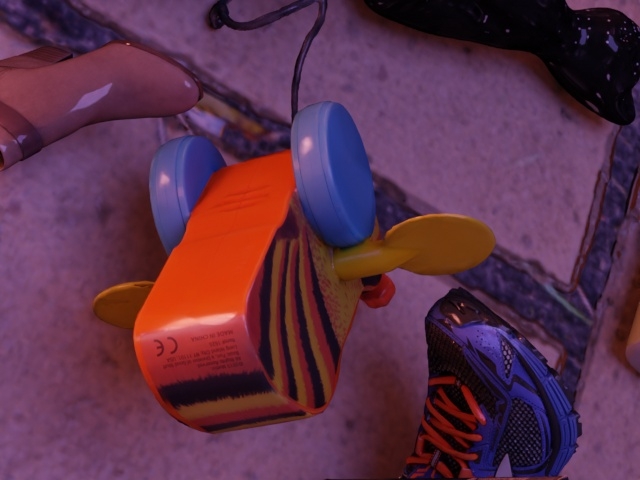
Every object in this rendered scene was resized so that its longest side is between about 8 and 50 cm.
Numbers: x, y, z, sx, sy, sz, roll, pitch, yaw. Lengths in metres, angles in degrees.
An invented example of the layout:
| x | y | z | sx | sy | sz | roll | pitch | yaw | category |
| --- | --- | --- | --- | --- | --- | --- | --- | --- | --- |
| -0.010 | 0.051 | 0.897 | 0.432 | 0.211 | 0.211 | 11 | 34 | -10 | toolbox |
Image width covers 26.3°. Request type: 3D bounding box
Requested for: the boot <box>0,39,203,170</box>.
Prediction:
| x | y | z | sx | sy | sz | roll | pitch | yaw | category |
| --- | --- | --- | --- | --- | --- | --- | --- | --- | --- |
| -0.128 | -0.062 | 0.663 | 0.087 | 0.118 | 0.042 | -48 | 138 | -43 | boot |

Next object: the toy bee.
| x | y | z | sx | sy | sz | roll | pitch | yaw | category |
| --- | --- | --- | --- | --- | --- | --- | --- | --- | --- |
| 0.000 | 0.000 | 0.693 | 0.298 | 0.195 | 0.162 | -57 | 135 | -36 | toy bee |

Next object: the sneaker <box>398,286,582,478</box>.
| x | y | z | sx | sy | sz | roll | pitch | yaw | category |
| --- | --- | --- | --- | --- | --- | --- | --- | --- | --- |
| 0.081 | 0.119 | 0.721 | 0.087 | 0.083 | 0.221 | -29 | 131 | -20 | sneaker |

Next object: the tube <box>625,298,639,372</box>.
| x | y | z | sx | sy | sz | roll | pitch | yaw | category |
| --- | --- | --- | --- | --- | --- | --- | --- | --- | --- |
| 0.262 | -0.016 | 0.914 | 0.070 | 0.062 | 0.240 | 71 | 37 | -56 | tube |

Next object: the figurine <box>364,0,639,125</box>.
| x | y | z | sx | sy | sz | roll | pitch | yaw | category |
| --- | --- | --- | --- | --- | --- | --- | --- | --- | --- |
| 0.141 | -0.201 | 0.861 | 0.209 | 0.092 | 0.215 | 24 | 69 | -34 | figurine |

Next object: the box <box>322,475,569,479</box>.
| x | y | z | sx | sy | sz | roll | pitch | yaw | category |
| --- | --- | --- | --- | --- | --- | --- | --- | --- | --- |
| 0.058 | 0.174 | 0.666 | 0.036 | 0.207 | 0.114 | -17 | 90 | -32 | box |
